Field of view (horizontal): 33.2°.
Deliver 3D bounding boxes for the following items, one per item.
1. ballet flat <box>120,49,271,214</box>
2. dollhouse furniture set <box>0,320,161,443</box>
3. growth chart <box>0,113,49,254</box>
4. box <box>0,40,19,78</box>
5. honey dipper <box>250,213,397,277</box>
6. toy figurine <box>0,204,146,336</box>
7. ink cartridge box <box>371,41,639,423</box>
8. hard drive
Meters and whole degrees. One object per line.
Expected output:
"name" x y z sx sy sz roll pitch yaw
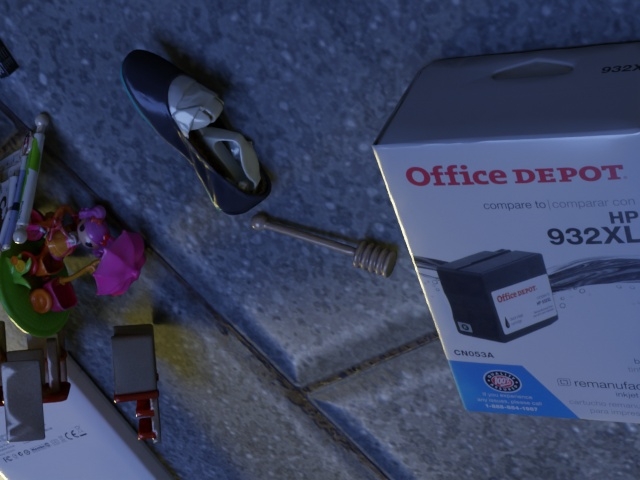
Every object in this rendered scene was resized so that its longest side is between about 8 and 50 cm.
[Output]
"ballet flat" -0.110 -0.107 1.039 0.074 0.074 0.203 -8 130 35
"dollhouse furniture set" -0.325 0.181 1.293 0.259 0.262 0.135 -3 97 -8
"growth chart" -0.376 -0.026 1.213 0.021 0.172 0.237 21 150 -37
"box" -0.368 -0.205 1.132 0.067 0.018 0.083 -10 123 36
"honey dipper" 0.000 0.000 1.105 0.160 0.030 0.030 19 136 19
"toy figurine" -0.279 0.012 1.240 0.159 0.130 0.173 -16 96 24
"ink cartridge box" 0.203 0.004 0.914 0.223 0.129 0.307 0 129 31
"hard drive" -0.352 0.331 1.566 0.233 0.047 0.353 -22 115 26
